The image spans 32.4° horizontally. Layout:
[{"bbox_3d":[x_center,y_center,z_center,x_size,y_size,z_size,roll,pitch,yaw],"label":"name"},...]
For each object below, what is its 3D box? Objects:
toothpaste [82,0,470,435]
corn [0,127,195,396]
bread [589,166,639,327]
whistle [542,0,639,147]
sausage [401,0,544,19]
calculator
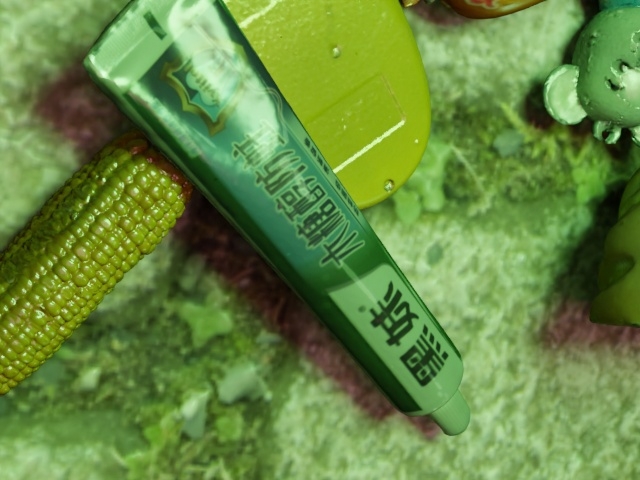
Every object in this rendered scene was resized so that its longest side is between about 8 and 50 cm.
[{"bbox_3d":[0.000,0.000,0.712,0.099,0.061,0.392,-52,123,-24],"label":"toothpaste"},{"bbox_3d":[-0.153,0.012,0.670,0.207,0.068,0.068,-49,113,-10],"label":"corn"},{"bbox_3d":[0.309,-0.013,0.817,0.261,0.158,0.156,2,89,-31],"label":"bread"},{"bbox_3d":[0.238,-0.184,0.799,0.114,0.077,0.235,15,90,-13],"label":"whistle"},{"bbox_3d":[0.195,-0.228,0.732,0.312,0.093,0.093,-24,108,3],"label":"sausage"},{"bbox_3d":[-0.008,-0.126,0.727,0.146,0.032,0.235,-37,112,-14],"label":"calculator"}]
